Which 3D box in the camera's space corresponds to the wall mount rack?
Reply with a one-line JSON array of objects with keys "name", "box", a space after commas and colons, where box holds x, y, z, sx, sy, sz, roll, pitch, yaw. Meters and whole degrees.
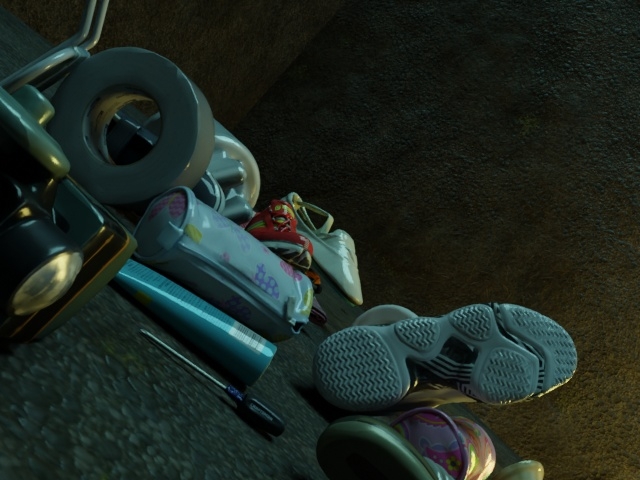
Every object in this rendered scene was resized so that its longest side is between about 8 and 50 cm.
[{"name": "wall mount rack", "box": [-0.367, -0.303, 0.913, 0.130, 0.304, 0.350, 57, -4, -21]}]

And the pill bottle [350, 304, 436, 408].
[{"name": "pill bottle", "box": [0.185, 0.256, 1.377, 0.176, 0.176, 0.318, 43, 2, 33]}]

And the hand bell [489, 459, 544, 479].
[{"name": "hand bell", "box": [0.390, 0.513, 1.132, 0.126, 0.126, 0.242, 40, 13, -38]}]

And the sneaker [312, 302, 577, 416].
[{"name": "sneaker", "box": [0.169, 0.181, 0.979, 0.210, 0.366, 0.137, 96, -12, -74]}]

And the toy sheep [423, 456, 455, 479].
[{"name": "toy sheep", "box": [0.103, 0.270, 0.701, 0.132, 0.091, 0.091, 21, 11, -24]}]

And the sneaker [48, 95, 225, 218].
[{"name": "sneaker", "box": [-0.297, -0.121, 1.021, 0.321, 0.126, 0.127, 30, -7, 18]}]

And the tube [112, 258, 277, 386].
[{"name": "tube", "box": [-0.144, 0.078, 0.715, 0.207, 0.052, 0.080, 36, -3, -5]}]

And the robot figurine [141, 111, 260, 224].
[{"name": "robot figurine", "box": [-0.240, -0.131, 1.239, 0.353, 0.200, 0.299, -135, -142, -54]}]

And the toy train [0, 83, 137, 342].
[{"name": "toy train", "box": [-0.264, -0.068, 0.420, 0.334, 0.142, 0.190, 40, -11, 10]}]

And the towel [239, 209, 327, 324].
[{"name": "towel", "box": [-0.117, 0.021, 1.378, 0.237, 0.037, 0.329, 32, 19, -37]}]

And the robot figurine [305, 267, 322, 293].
[{"name": "robot figurine", "box": [-0.082, 0.072, 1.639, 0.211, 0.085, 0.291, 41, 1, 8]}]

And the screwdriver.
[{"name": "screwdriver", "box": [-0.100, 0.132, 0.637, 0.170, 0.025, 0.024, 42, 1, -8]}]

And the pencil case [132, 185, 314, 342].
[{"name": "pencil case", "box": [-0.127, 0.041, 0.911, 0.273, 0.113, 0.124, 41, 16, -38]}]

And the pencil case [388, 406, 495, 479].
[{"name": "pencil case", "box": [0.169, 0.302, 0.929, 0.124, 0.124, 0.284, 42, 2, 26]}]

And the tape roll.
[{"name": "tape roll", "box": [-0.262, -0.152, 0.923, 0.219, 0.219, 0.072, 42, 2, 10]}]

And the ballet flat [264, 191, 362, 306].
[{"name": "ballet flat", "box": [0.000, 0.000, 1.665, 0.400, 0.139, 0.139, 43, 2, 38]}]

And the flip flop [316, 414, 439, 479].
[{"name": "flip flop", "box": [0.102, 0.270, 0.586, 0.277, 0.112, 0.080, 44, 27, 1]}]

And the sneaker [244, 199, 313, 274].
[{"name": "sneaker", "box": [-0.079, -0.013, 1.099, 0.107, 0.118, 0.279, 26, -8, -20]}]
